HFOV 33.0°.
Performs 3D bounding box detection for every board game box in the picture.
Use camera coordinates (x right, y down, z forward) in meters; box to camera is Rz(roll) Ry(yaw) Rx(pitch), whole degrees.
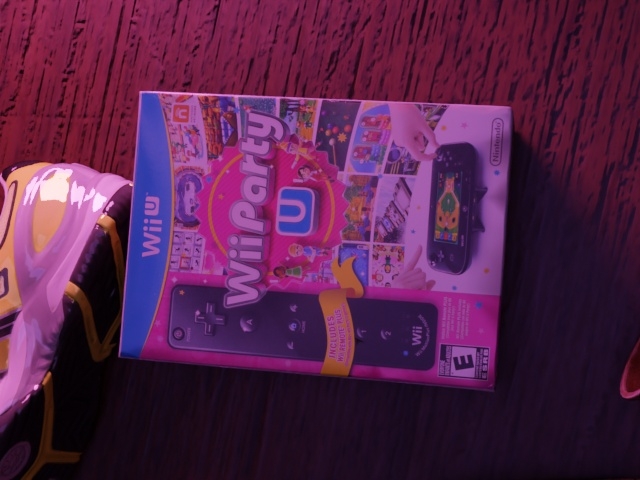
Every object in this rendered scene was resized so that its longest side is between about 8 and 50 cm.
[{"bbox_3d":[0.000,0.000,0.890,0.303,0.097,0.224,4,88,11],"label":"board game box"}]

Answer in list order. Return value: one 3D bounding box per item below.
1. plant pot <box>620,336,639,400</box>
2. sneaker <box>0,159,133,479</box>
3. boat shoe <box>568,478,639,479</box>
[{"bbox_3d":[0.336,0.091,0.784,0.165,0.167,0.167,34,97,5],"label":"plant pot"},{"bbox_3d":[-0.277,0.110,0.958,0.147,0.145,0.385,24,84,21],"label":"sneaker"},{"bbox_3d":[0.215,0.240,0.838,0.285,0.103,0.092,-4,93,18],"label":"boat shoe"}]
